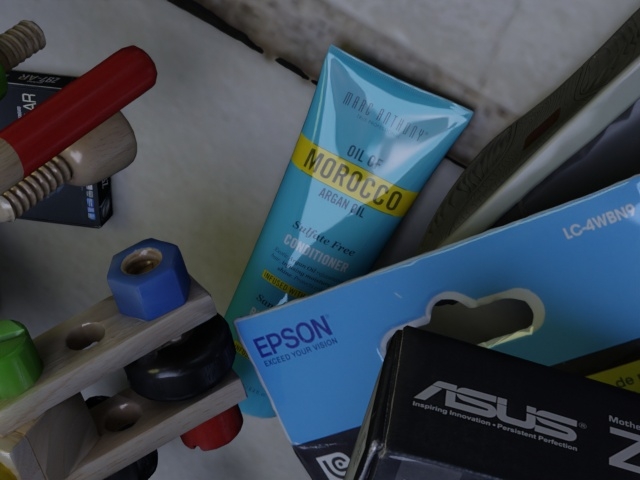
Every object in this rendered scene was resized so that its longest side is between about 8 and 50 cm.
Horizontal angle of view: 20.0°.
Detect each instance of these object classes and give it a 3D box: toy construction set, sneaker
[{"bbox_3d":[-0.191,0.061,0.891,0.257,0.237,0.309,35,141,18],"label":"toy construction set"},{"bbox_3d":[0.142,-0.013,0.881,0.118,0.083,0.222,39,126,-11],"label":"sneaker"}]

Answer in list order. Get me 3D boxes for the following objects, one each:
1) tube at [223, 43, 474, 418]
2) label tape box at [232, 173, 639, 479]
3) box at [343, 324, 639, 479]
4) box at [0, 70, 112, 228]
[{"bbox_3d":[0.000,0.000,0.961,0.080,0.052,0.207,24,116,-6],"label":"tube"},{"bbox_3d":[0.150,0.131,0.925,0.249,0.115,0.348,-22,105,33],"label":"label tape box"},{"bbox_3d":[0.126,0.253,0.832,0.318,0.097,0.395,17,123,0],"label":"box"},{"bbox_3d":[-0.151,-0.051,0.999,0.067,0.018,0.083,8,118,15],"label":"box"}]
